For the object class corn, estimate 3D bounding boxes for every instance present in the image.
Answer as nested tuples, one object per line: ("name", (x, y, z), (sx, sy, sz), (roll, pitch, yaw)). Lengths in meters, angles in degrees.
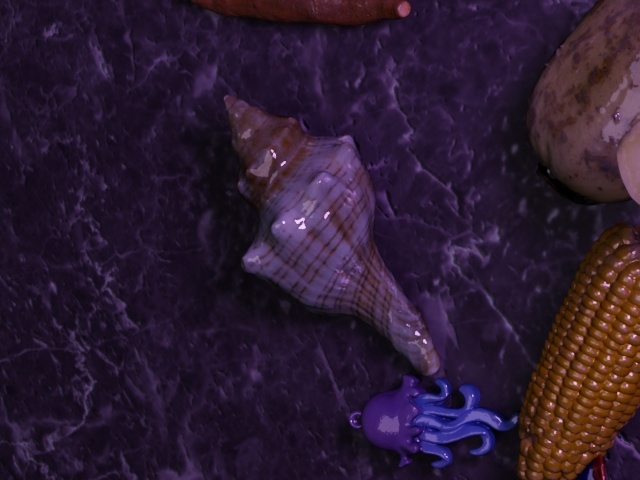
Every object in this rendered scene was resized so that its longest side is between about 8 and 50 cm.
("corn", (0.302, 0.120, 1.761), (0.130, 0.130, 0.347), (33, 115, 21))

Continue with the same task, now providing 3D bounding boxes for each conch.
("conch", (-0.011, 0.003, 1.901), (0.203, 0.169, 0.386), (-30, 81, 56))

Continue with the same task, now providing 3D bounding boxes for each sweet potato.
("sweet potato", (-0.024, -0.286, 1.911), (0.314, 0.066, 0.072), (10, 97, 30))

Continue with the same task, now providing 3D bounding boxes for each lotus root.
("lotus root", (0.331, -0.174, 1.686), (0.173, 0.173, 0.309), (40, 108, 18))

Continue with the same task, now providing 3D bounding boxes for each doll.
("doll", (0.131, 0.211, 1.913), (0.205, 0.067, 0.110), (1, 85, 18))

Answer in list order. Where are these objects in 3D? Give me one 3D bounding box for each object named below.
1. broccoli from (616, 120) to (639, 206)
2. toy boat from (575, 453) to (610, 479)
("broccoli", (0.405, -0.044, 1.546), (0.252, 0.361, 0.221), (148, 118, -61))
("toy boat", (0.412, 0.323, 1.771), (0.318, 0.072, 0.219), (1, 114, 9))
